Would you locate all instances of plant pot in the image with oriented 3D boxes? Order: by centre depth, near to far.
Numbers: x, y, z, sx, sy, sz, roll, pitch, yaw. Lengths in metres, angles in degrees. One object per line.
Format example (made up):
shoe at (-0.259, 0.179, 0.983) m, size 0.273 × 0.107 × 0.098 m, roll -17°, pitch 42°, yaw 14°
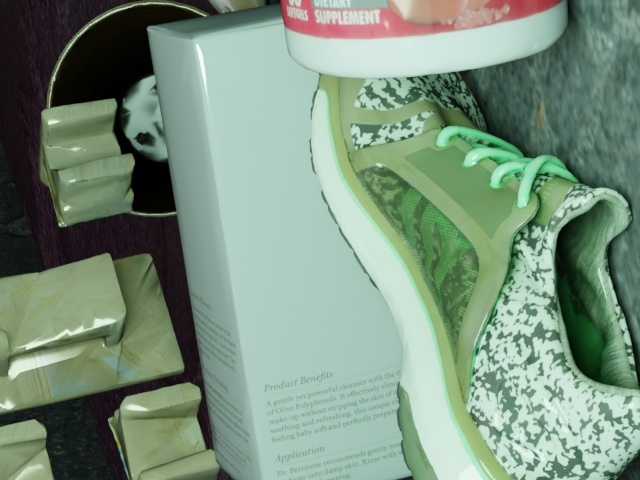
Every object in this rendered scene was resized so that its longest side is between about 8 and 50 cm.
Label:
plant pot at (-0.167, -0.135, 1.926) m, size 0.230 × 0.215 × 0.215 m, roll -127°, pitch 26°, yaw -87°

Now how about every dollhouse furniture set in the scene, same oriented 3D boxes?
dollhouse furniture set at (-0.163, 0.086, 1.667) m, size 0.256 × 0.394 × 0.362 m, roll 109°, pitch 145°, yaw -62°

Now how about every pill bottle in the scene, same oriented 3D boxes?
pill bottle at (0.049, -0.268, 1.083) m, size 0.176 × 0.176 × 0.318 m, roll -143°, pitch 43°, yaw -66°

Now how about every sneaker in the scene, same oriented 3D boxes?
sneaker at (0.127, -0.005, 1.171) m, size 0.182 × 0.158 × 0.410 m, roll -40°, pitch 56°, yaw 37°

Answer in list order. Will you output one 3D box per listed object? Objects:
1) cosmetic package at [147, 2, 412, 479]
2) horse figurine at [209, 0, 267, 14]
cosmetic package at (0.000, 0.000, 1.411) m, size 0.155 × 0.197 × 0.365 m, roll -157°, pitch 57°, yaw -69°
horse figurine at (-0.090, -0.245, 1.723) m, size 0.263 × 0.066 × 0.174 m, roll 64°, pitch -176°, yaw -1°
